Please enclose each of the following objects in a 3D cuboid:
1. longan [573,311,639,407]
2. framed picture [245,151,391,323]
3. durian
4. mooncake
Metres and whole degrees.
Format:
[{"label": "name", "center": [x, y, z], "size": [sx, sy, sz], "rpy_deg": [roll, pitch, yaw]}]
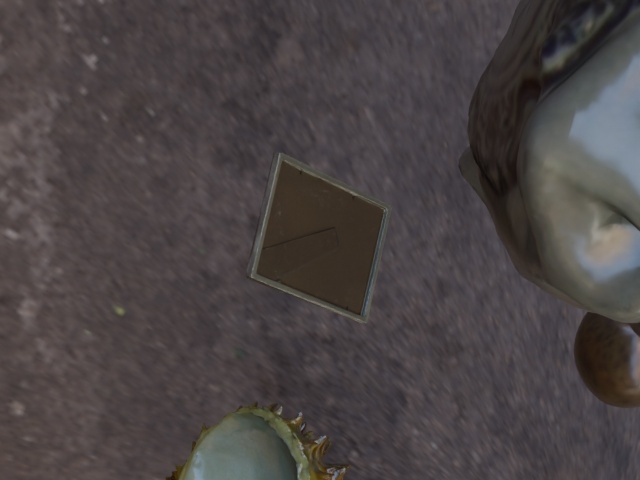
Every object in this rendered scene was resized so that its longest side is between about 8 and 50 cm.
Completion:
[{"label": "longan", "center": [0.269, 0.093, 1.578], "size": [0.092, 0.113, 0.113], "rpy_deg": [15, 81, 0]}, {"label": "framed picture", "center": [0.000, 0.000, 0.909], "size": [0.006, 0.089, 0.066], "rpy_deg": [2, 76, 43]}, {"label": "durian", "center": [-0.037, 0.185, 1.183], "size": [0.139, 0.144, 0.252], "rpy_deg": [-33, 31, -18]}, {"label": "mooncake", "center": [0.149, -0.083, 0.621], "size": [0.136, 0.250, 0.254], "rpy_deg": [40, 89, 2]}]
